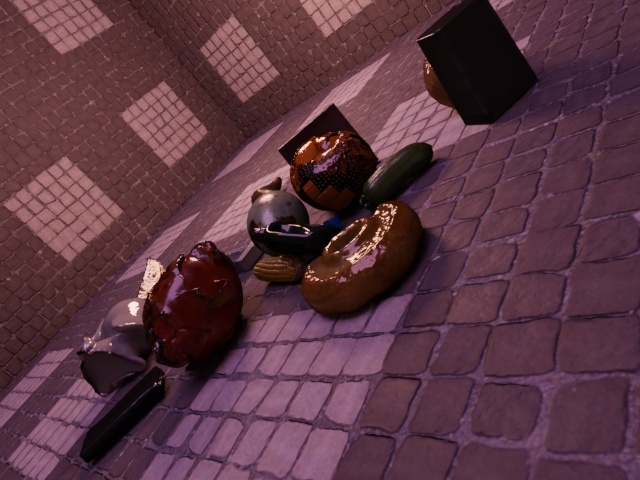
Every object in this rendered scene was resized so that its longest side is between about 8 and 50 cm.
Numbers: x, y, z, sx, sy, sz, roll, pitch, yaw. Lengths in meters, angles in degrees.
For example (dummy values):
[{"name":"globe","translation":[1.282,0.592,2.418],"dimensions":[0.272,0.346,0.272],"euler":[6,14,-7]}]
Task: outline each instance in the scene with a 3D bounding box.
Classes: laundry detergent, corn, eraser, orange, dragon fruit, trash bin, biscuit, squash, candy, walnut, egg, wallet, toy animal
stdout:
[{"name":"laundry detergent","translation":[-0.065,-0.006,1.103],"dimensions":[0.222,0.077,0.144],"euler":[7,2,26]},{"name":"corn","translation":[-0.100,0.070,1.191],"dimensions":[0.206,0.067,0.067],"euler":[-12,35,54]},{"name":"eraser","translation":[-0.267,0.064,1.530],"dimensions":[0.213,0.046,0.091],"euler":[-16,32,48]},{"name":"orange","translation":[0.033,-0.180,1.283],"dimensions":[0.235,0.182,0.234],"euler":[-12,42,12]},{"name":"dragon fruit","translation":[-0.297,0.152,1.159],"dimensions":[0.250,0.250,0.315],"euler":[-37,34,10]},{"name":"trash bin","translation":[0.354,-0.412,1.121],"dimensions":[0.164,0.240,0.122],"euler":[-44,20,-6]},{"name":"biscuit","translation":[0.078,0.032,0.920],"dimensions":[0.274,0.091,0.213],"euler":[-39,18,-2]},{"name":"squash","translation":[0.177,-0.156,1.151],"dimensions":[0.219,0.077,0.068],"euler":[-44,24,-2]},{"name":"candy","translation":[0.000,-0.001,1.207],"dimensions":[0.136,0.038,0.088],"euler":[-42,32,18]},{"name":"walnut","translation":[0.345,-0.457,1.298],"dimensions":[0.142,0.203,0.238],"euler":[18,11,28]},{"name":"egg","translation":[-0.111,-0.040,1.290],"dimensions":[0.169,0.169,0.231],"euler":[-37,25,11]},{"name":"wallet","translation":[-0.474,0.414,1.189],"dimensions":[0.250,0.044,0.149],"euler":[-45,17,-9]},{"name":"toy animal","translation":[-0.611,0.304,1.466],"dimensions":[0.249,0.174,0.289],"euler":[-40,21,2]}]

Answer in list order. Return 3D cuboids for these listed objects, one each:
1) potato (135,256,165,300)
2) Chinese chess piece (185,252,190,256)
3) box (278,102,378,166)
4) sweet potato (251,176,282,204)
[{"name":"potato","translation":[-0.684,0.195,1.984],"dimensions":[0.261,0.100,0.120],"euler":[-96,17,-49]},{"name":"Chinese chess piece","translation":[-0.506,0.103,1.857],"dimensions":[0.144,0.058,0.144],"euler":[-34,22,16]},{"name":"box","translation":[0.020,-0.250,1.429],"dimensions":[0.215,0.215,0.086],"euler":[-40,9,4]},{"name":"sweet potato","translation":[-0.195,-0.157,1.787],"dimensions":[0.124,0.097,0.310],"euler":[-18,21,2]}]
